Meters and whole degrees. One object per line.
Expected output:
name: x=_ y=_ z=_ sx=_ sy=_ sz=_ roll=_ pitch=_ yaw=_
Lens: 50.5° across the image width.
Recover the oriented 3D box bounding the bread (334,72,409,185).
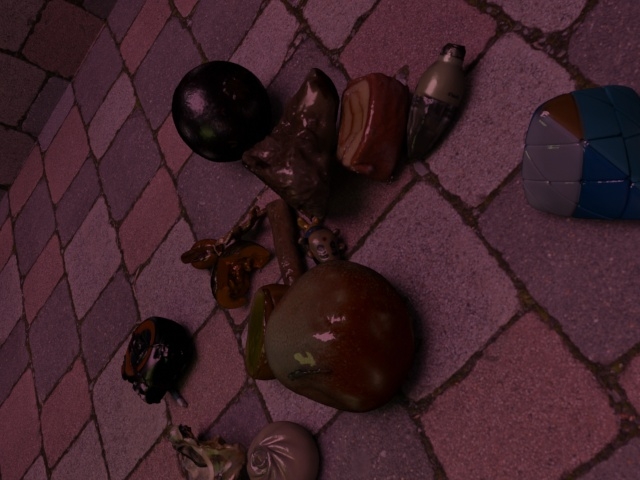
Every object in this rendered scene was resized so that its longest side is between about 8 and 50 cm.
bread: x=0.113 y=-0.247 z=1.490 sx=0.190 sy=0.122 sz=0.244 roll=-24 pitch=59 yaw=58

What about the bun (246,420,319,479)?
bun: x=-0.093 y=0.471 z=1.453 sx=0.172 sy=0.119 sz=0.173 roll=-20 pitch=60 yaw=39

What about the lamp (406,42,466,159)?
lamp: x=0.238 y=-0.285 z=1.411 sx=0.101 sy=0.101 sz=0.250 roll=35 pitch=113 yaw=47

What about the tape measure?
tape measure: x=-0.458 y=0.317 z=1.882 sx=0.202 sy=0.135 sz=0.223 roll=-58 pitch=38 yaw=7

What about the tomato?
tomato: x=0.033 y=0.190 z=1.334 sx=0.303 sy=0.239 sz=0.304 roll=-21 pitch=58 yaw=38

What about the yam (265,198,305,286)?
yam: x=-0.079 y=0.026 z=1.648 sx=0.066 sy=0.066 sz=0.300 roll=-37 pitch=51 yaw=31

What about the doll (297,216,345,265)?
doll: x=0.000 y=0.000 z=1.565 sx=0.089 sy=0.102 sz=0.179 roll=90 pitch=157 yaw=-50

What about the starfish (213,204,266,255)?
starfish: x=-0.209 y=-0.035 z=1.771 sx=0.150 sy=0.053 sz=0.210 roll=-47 pitch=0 yaw=-39

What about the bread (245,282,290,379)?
bread: x=-0.118 y=0.206 z=1.547 sx=0.236 sy=0.069 sz=0.236 roll=-172 pitch=90 yaw=-75

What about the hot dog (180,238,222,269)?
hot dog: x=-0.337 y=0.037 z=1.920 sx=0.140 sy=0.060 sz=0.090 roll=-5 pitch=67 yaw=49

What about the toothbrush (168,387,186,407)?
toothbrush: x=-0.444 y=0.400 z=1.924 sx=0.275 sy=0.019 sz=0.025 roll=26 pitch=87 yaw=48

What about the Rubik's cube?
Rubik's cube: x=0.430 y=-0.177 z=1.077 sx=0.254 sy=0.254 sz=0.255 roll=-19 pitch=62 yaw=41

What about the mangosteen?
mangosteen: x=-0.271 y=-0.343 z=1.847 sx=0.288 sy=0.288 sz=0.288 roll=-19 pitch=62 yaw=41

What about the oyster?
oyster: x=-0.264 y=0.526 z=1.581 sx=0.351 sy=0.114 sz=0.238 roll=-45 pitch=66 yaw=52

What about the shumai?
shumai: x=-0.018 y=-0.218 z=1.555 sx=0.283 sy=0.217 sz=0.346 roll=-52 pitch=14 yaw=-1

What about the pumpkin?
pumpkin: x=-0.216 y=0.073 z=1.735 sx=0.107 sy=0.119 sz=0.184 roll=39 pitch=98 yaw=45
